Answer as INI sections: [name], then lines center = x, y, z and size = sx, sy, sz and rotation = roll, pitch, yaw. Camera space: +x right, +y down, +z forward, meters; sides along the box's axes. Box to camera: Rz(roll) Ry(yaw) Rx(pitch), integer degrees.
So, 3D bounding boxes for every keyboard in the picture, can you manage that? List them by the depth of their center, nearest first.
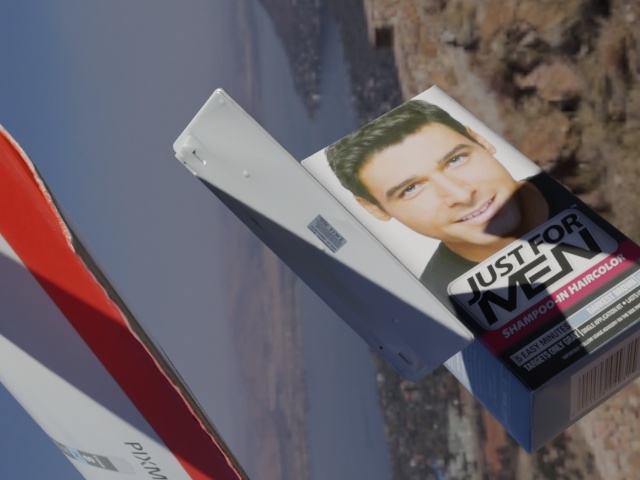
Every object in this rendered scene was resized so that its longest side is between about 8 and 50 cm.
[keyboard]
center = 0.000, 0.000, 0.754
size = 0.072, 0.256, 0.014
rotation = -44, 3, 34

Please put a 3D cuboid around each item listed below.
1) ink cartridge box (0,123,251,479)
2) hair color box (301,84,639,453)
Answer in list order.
[ink cartridge box]
center = -0.149, 0.056, 0.563
size = 0.385, 0.091, 0.308
rotation = 38, 160, 51
[hair color box]
center = 0.160, 0.012, 1.049
size = 0.374, 0.185, 0.113
rotation = 46, 160, 38
